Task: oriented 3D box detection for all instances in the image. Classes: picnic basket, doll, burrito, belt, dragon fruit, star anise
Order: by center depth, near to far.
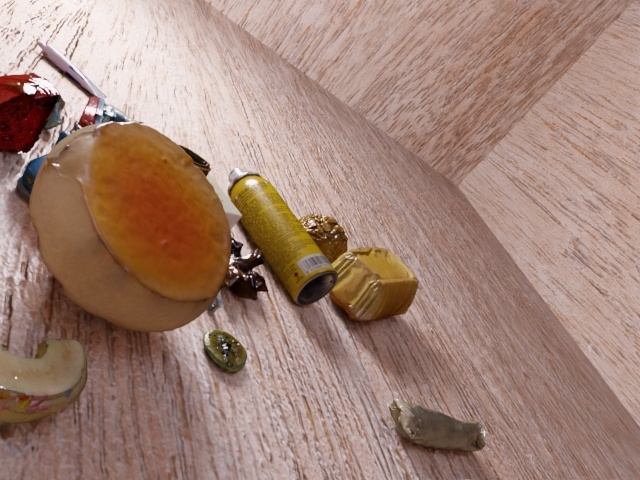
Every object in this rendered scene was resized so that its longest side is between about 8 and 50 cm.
[{"bbox_3d":[-0.495,-0.207,1.011,0.127,0.121,0.161,42,23,16],"label":"dragon fruit"},{"bbox_3d":[-0.487,-0.233,1.171,0.083,0.065,0.083,63,24,-5],"label":"picnic basket"},{"bbox_3d":[-0.161,0.046,1.205,0.167,0.057,0.168,28,30,-18],"label":"star anise"},{"bbox_3d":[-0.247,-0.146,1.261,0.083,0.036,0.059,32,23,-20],"label":"belt"},{"bbox_3d":[0.225,0.357,1.277,0.275,0.059,0.082,24,33,-42],"label":"burrito"},{"bbox_3d":[-0.405,-0.250,1.404,0.125,0.027,0.037,34,28,-22],"label":"doll"}]

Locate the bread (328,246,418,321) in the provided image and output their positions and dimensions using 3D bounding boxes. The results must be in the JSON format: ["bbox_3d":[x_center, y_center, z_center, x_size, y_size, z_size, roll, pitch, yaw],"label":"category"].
[{"bbox_3d":[0.119,0.100,1.525,0.152,0.119,0.288,46,18,20],"label":"bread"}]

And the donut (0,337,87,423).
[{"bbox_3d":[-0.320,0.139,0.684,0.166,0.065,0.108,28,24,-36],"label":"donut"}]

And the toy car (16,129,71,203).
[{"bbox_3d":[-0.358,-0.113,1.027,0.097,0.100,0.191,39,40,13],"label":"toy car"}]

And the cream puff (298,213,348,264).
[{"bbox_3d":[0.002,-0.004,1.545,0.144,0.103,0.126,32,22,-9],"label":"cream puff"}]

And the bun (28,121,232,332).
[{"bbox_3d":[-0.271,-0.011,0.921,0.299,0.164,0.299,42,32,-35],"label":"bun"}]

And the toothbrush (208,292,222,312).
[{"bbox_3d":[-0.202,-0.013,1.147,0.021,0.024,0.288,20,49,-51],"label":"toothbrush"}]

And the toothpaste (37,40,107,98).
[{"bbox_3d":[-0.522,-0.356,1.408,0.170,0.028,0.045,41,12,-8],"label":"toothpaste"}]

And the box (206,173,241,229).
[{"bbox_3d":[-0.282,-0.090,1.235,0.164,0.069,0.256,51,21,24],"label":"box"}]

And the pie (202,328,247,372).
[{"bbox_3d":[-0.145,0.167,1.024,0.084,0.021,0.084,37,19,-15],"label":"pie"}]

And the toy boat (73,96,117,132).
[{"bbox_3d":[-0.418,-0.218,1.249,0.058,0.069,0.173,24,20,-22],"label":"toy boat"}]

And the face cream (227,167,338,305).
[{"bbox_3d":[-0.097,-0.025,1.401,0.105,0.105,0.349,13,34,-54],"label":"face cream"}]
